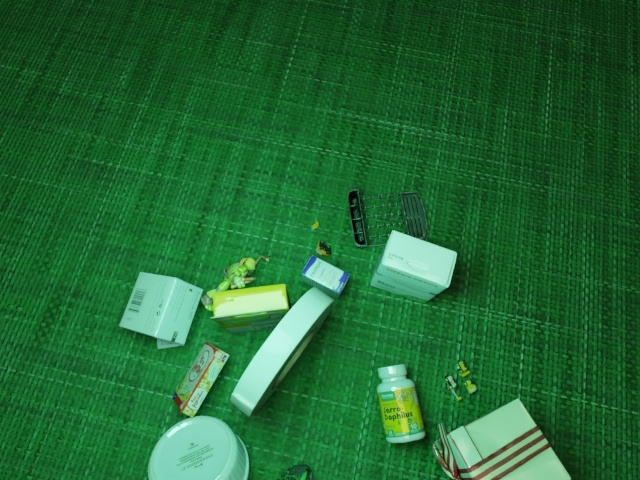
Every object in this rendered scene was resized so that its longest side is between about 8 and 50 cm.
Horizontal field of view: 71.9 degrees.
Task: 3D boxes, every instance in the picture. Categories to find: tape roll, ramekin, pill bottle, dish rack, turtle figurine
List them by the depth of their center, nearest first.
[{"bbox_3d":[-0.333,0.604,1.190,0.273,0.127,0.273,-3,37,2],"label":"ramekin"},{"bbox_3d":[-0.098,0.306,1.224,0.072,0.392,0.392,35,74,9],"label":"tape roll"},{"bbox_3d":[0.233,0.481,1.314,0.117,0.117,0.208,-8,72,-4],"label":"pill bottle"},{"bbox_3d":[-0.275,0.123,1.373,0.217,0.269,0.087,-43,98,10],"label":"turtle figurine"},{"bbox_3d":[0.234,-0.080,1.524,0.271,0.074,0.208,-6,73,-3],"label":"dish rack"}]

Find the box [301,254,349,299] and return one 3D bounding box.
[{"bbox_3d":[0.015,0.121,1.424,0.137,0.126,0.072,27,74,7],"label":"box"}]

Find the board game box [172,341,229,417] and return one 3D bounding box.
[{"bbox_3d":[-0.357,0.406,1.311,0.045,0.147,0.193,36,71,-21],"label":"board game box"}]

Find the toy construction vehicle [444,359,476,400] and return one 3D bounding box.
[{"bbox_3d":[0.434,0.439,1.381,0.086,0.035,0.098,-24,76,-20],"label":"toy construction vehicle"}]

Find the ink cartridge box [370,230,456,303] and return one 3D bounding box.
[{"bbox_3d":[0.277,0.091,1.363,0.198,0.273,0.115,19,72,5],"label":"ink cartridge box"}]

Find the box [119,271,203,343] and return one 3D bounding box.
[{"bbox_3d":[-0.487,0.205,1.351,0.182,0.119,0.181,4,71,33],"label":"box"}]

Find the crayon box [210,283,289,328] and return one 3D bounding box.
[{"bbox_3d":[-0.190,0.201,1.289,0.203,0.323,0.083,-7,72,-4],"label":"crayon box"}]

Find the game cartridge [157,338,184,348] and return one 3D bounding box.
[{"bbox_3d":[-0.478,0.314,1.408,0.083,0.017,0.056,-7,75,-4],"label":"game cartridge"}]

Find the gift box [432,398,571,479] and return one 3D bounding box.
[{"bbox_3d":[0.461,0.588,1.193,0.258,0.276,0.255,-24,57,-9],"label":"gift box"}]

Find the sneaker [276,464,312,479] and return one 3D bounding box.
[{"bbox_3d":[-0.085,0.802,1.213,0.146,0.134,0.343,25,67,-19],"label":"sneaker"}]

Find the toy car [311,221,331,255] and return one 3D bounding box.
[{"bbox_3d":[0.000,0.000,1.522,0.040,0.060,0.122,-35,48,32],"label":"toy car"}]
